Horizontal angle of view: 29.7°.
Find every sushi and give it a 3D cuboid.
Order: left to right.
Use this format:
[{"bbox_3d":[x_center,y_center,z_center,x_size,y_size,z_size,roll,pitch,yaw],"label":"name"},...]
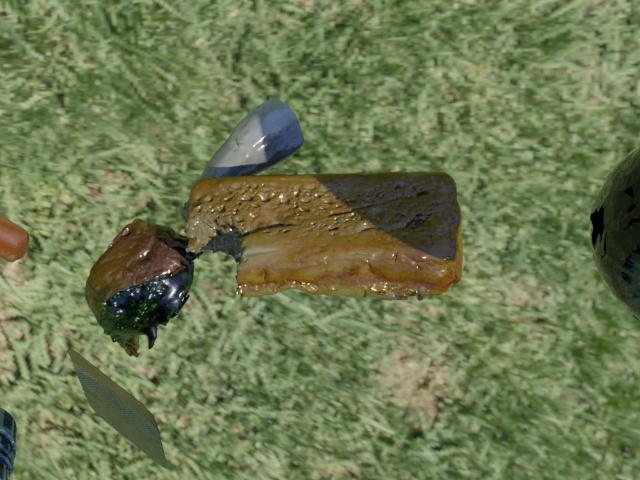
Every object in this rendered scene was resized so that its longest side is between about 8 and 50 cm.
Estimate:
[{"bbox_3d":[-0.279,0.086,1.807,0.140,0.287,0.149,37,32,7],"label":"sushi"}]

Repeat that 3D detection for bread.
[{"bbox_3d":[0.000,0.000,1.614,0.109,0.380,0.185,75,17,-55],"label":"bread"}]

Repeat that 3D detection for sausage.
[{"bbox_3d":[-0.328,-0.016,1.145,0.131,0.041,0.039,37,68,-50],"label":"sausage"}]

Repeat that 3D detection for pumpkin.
[{"bbox_3d":[0.369,-0.001,1.126,0.163,0.233,0.233,-44,116,-35],"label":"pumpkin"}]

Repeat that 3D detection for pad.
[{"bbox_3d":[-0.246,0.307,1.711,0.055,0.323,0.250,-29,154,-17],"label":"pad"}]

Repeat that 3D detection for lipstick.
[{"bbox_3d":[-0.297,0.201,1.089,0.053,0.234,0.053,-2,95,-16],"label":"lipstick"}]

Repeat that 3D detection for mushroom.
[{"bbox_3d":[-0.118,-0.107,1.752,0.223,0.081,0.092,-49,148,-6],"label":"mushroom"}]
